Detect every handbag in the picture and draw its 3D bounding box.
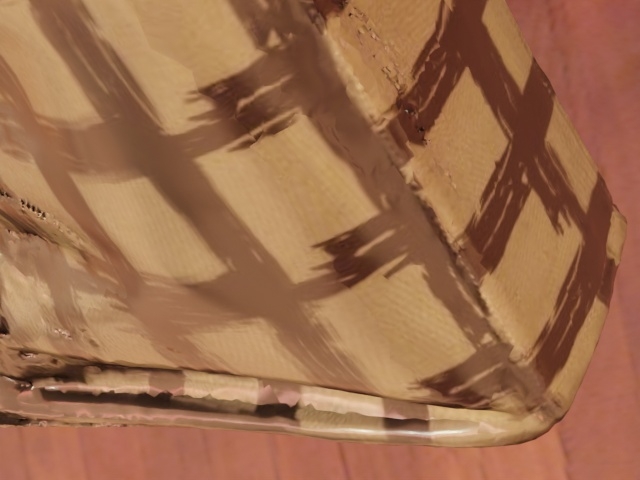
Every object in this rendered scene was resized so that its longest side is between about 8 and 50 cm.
[{"bbox_3d":[-0.087,-0.058,0.676,0.327,0.325,0.162,-6,44,35],"label":"handbag"}]
